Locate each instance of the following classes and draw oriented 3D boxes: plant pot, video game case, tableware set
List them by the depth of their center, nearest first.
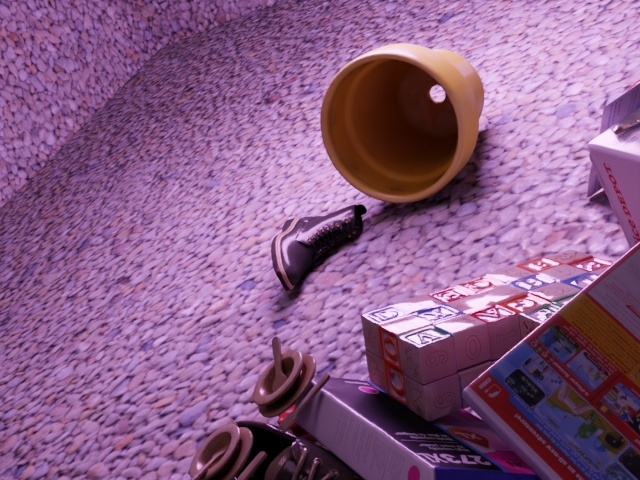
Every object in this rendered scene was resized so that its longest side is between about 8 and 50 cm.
[{"bbox_3d":[0.311,0.136,1.095,0.285,0.025,0.204,-36,66,-20],"label":"video game case"},{"bbox_3d":[-0.081,0.194,1.231,0.194,0.039,0.128,-50,22,-8],"label":"tableware set"},{"bbox_3d":[0.161,-0.219,1.876,0.254,0.254,0.239,-15,14,32],"label":"plant pot"}]

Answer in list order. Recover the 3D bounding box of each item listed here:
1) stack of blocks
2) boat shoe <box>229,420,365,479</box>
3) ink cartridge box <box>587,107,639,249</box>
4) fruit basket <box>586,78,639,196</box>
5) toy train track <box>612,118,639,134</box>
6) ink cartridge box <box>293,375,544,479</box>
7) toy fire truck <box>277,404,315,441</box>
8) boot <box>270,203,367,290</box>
[{"bbox_3d":[0.217,0.102,1.231,0.297,0.087,0.171,-15,18,-23],"label":"stack of blocks"},{"bbox_3d":[-0.014,0.285,1.187,0.355,0.130,0.132,10,63,57],"label":"boat shoe"},{"bbox_3d":[0.445,-0.031,1.215,0.117,0.201,0.278,-35,24,-10],"label":"ink cartridge box"},{"bbox_3d":[0.488,-0.220,1.451,0.353,0.165,0.327,-32,-19,0],"label":"fruit basket"},{"bbox_3d":[0.369,-0.143,1.255,0.083,0.014,0.048,-25,23,10],"label":"toy train track"},{"bbox_3d":[0.126,0.226,1.134,0.371,0.176,0.069,29,107,61],"label":"ink cartridge box"},{"bbox_3d":[-0.035,0.251,1.407,0.192,0.047,0.135,-6,35,39],"label":"toy fire truck"},{"bbox_3d":[0.000,0.000,1.828,0.137,0.077,0.198,-17,28,17],"label":"boot"}]
